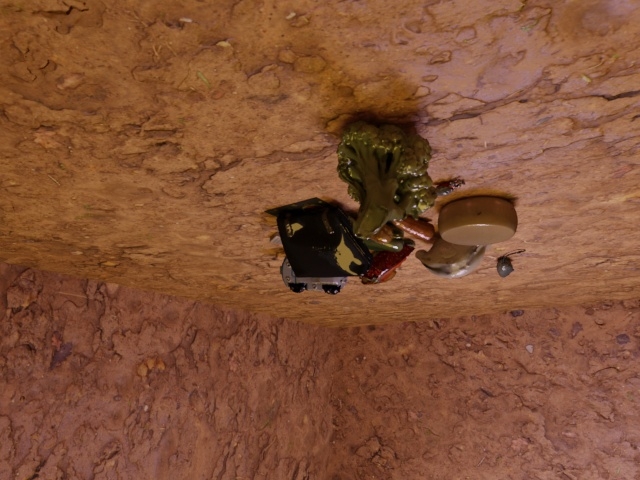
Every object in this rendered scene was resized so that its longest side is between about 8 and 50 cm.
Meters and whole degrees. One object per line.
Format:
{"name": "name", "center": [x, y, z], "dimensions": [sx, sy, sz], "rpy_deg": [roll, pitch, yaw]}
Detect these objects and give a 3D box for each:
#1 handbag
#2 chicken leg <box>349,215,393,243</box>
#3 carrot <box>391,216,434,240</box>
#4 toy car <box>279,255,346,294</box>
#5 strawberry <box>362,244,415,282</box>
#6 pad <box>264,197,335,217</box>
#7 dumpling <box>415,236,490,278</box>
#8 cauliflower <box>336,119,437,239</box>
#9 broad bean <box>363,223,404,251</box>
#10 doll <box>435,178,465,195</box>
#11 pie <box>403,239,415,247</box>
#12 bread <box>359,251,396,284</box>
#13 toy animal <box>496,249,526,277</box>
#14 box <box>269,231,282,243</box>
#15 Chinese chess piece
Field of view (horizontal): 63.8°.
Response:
{"name": "handbag", "center": [0.000, 0.000, 1.889], "dimensions": [0.342, 0.152, 0.288], "rpy_deg": [-4, 132, 26]}
{"name": "chicken leg", "center": [0.171, -0.057, 1.885], "dimensions": [0.207, 0.101, 0.085], "rpy_deg": [20, 161, 11]}
{"name": "carrot", "center": [0.323, -0.062, 1.891], "dimensions": [0.204, 0.072, 0.072], "rpy_deg": [21, 155, -27]}
{"name": "toy car", "center": [-0.026, 0.133, 2.355], "dimensions": [0.313, 0.199, 0.166], "rpy_deg": [2, -166, 7]}
{"name": "strawberry", "center": [0.276, 0.082, 2.144], "dimensions": [0.228, 0.098, 0.174], "rpy_deg": [-44, 162, 21]}
{"name": "pad", "center": [-0.060, -0.104, 1.877], "dimensions": [0.245, 0.006, 0.170], "rpy_deg": [-12, 158, 35]}
{"name": "dumpling", "center": [0.553, 0.072, 2.059], "dimensions": [0.318, 0.187, 0.242], "rpy_deg": [-14, 153, 33]}
{"name": "cauliflower", "center": [0.178, -0.154, 1.289], "dimensions": [0.327, 0.281, 0.260], "rpy_deg": [32, 116, -29]}
{"name": "broad bean", "center": [0.219, -0.009, 1.998], "dimensions": [0.227, 0.100, 0.169], "rpy_deg": [-12, 151, 42]}
{"name": "doll", "center": [0.392, -0.161, 1.601], "dimensions": [0.114, 0.039, 0.057], "rpy_deg": [-21, -165, 33]}
{"name": "pie", "center": [0.365, 0.017, 2.184], "dimensions": [0.085, 0.017, 0.085], "rpy_deg": [4, 161, 1]}
{"name": "bread", "center": [0.279, 0.131, 2.376], "dimensions": [0.133, 0.129, 0.260], "rpy_deg": [5, 164, -15]}
{"name": "toy animal", "center": [0.850, 0.099, 2.340], "dimensions": [0.079, 0.070, 0.253], "rpy_deg": [-31, 152, -12]}
{"name": "box", "center": [-0.122, -0.001, 2.167], "dimensions": [0.166, 0.024, 0.090], "rpy_deg": [10, 160, -21]}
{"name": "Chinese chess piece", "center": [0.544, -0.063, 1.787], "dimensions": [0.273, 0.102, 0.273], "rpy_deg": [2, 164, 1]}
